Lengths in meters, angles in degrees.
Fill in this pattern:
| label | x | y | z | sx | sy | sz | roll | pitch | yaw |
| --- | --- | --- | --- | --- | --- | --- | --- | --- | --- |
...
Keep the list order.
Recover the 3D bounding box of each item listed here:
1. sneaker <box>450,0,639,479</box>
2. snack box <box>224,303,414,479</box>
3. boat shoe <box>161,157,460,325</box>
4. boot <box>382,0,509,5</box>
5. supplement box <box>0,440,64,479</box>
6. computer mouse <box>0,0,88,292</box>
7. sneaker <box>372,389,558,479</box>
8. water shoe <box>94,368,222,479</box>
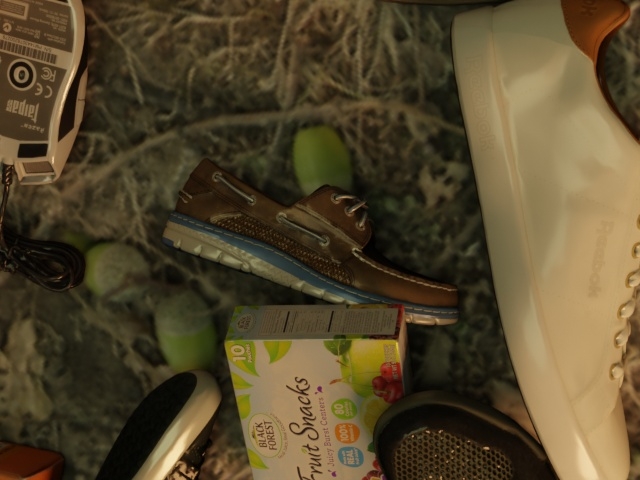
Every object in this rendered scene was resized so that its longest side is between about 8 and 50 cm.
| label | x | y | z | sx | sy | sz | roll | pitch | yaw |
| --- | --- | --- | --- | --- | --- | --- | --- | --- | --- |
| sneaker | 0.157 | 0.003 | 0.895 | 0.123 | 0.106 | 0.290 | -11 | 93 | 12 |
| snack box | 0.005 | 0.101 | 0.937 | 0.100 | 0.037 | 0.141 | -1 | 127 | 12 |
| boat shoe | 0.000 | 0.000 | 0.945 | 0.183 | 0.066 | 0.066 | 18 | 90 | 4 |
| boot | -0.024 | -0.209 | 0.814 | 0.377 | 0.284 | 0.138 | 16 | 98 | 7 |
| supplement box | -0.286 | 0.152 | 1.009 | 0.233 | 0.080 | 0.078 | 11 | 96 | 11 |
| computer mouse | -0.178 | -0.071 | 0.984 | 0.106 | 0.042 | 0.193 | 18 | 105 | 13 |
| sneaker | 0.109 | 0.189 | 0.885 | 0.087 | 0.130 | 0.227 | -29 | 107 | 13 |
| water shoe | -0.102 | 0.173 | 0.992 | 0.080 | 0.073 | 0.203 | 28 | 100 | -21 |
